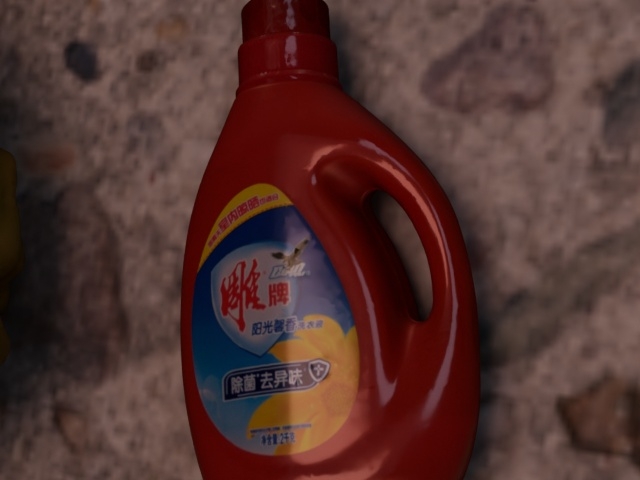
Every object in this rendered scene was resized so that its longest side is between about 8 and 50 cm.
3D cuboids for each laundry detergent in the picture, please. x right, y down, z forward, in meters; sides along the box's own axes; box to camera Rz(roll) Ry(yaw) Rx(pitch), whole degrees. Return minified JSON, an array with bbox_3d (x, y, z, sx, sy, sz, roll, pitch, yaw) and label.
[{"bbox_3d":[0.000,0.000,0.562,0.097,0.049,0.165,-9,77,22],"label":"laundry detergent"}]

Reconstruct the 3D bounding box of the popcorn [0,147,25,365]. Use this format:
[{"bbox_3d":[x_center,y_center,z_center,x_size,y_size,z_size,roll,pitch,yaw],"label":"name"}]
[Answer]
[{"bbox_3d":[-0.213,-0.007,0.633,0.203,0.226,0.200,118,169,-51],"label":"popcorn"}]
